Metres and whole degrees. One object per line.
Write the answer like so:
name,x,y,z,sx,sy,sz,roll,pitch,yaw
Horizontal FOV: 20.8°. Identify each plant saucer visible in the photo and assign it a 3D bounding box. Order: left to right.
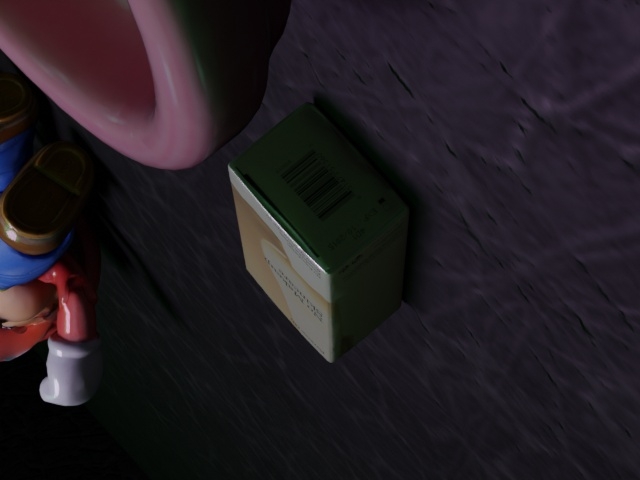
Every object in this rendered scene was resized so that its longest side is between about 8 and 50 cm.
plant saucer,-0.109,-0.172,0.478,0.332,0.084,0.332,47,167,14

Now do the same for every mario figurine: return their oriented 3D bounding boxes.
mario figurine,-0.244,0.015,1.283,0.320,0.170,0.198,109,157,-67

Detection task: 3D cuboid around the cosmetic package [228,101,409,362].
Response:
cosmetic package,0.000,0.000,0.676,0.060,0.041,0.115,47,167,17
